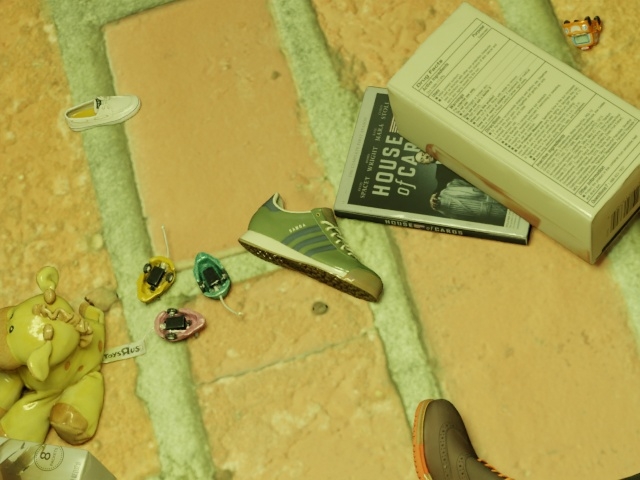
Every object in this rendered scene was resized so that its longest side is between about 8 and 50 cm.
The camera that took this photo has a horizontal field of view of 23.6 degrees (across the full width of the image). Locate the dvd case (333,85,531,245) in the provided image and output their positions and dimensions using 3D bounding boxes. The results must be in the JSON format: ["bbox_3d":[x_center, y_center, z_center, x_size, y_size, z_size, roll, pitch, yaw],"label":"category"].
[{"bbox_3d":[0.151,-0.093,1.864,0.239,0.029,0.179,9,66,14],"label":"dvd case"}]

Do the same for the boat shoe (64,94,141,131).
[{"bbox_3d":[-0.283,-0.170,1.981,0.100,0.035,0.035,-14,62,4],"label":"boat shoe"}]

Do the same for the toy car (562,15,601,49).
[{"bbox_3d":[0.364,-0.262,1.896,0.122,0.060,0.040,-7,94,15],"label":"toy car"}]

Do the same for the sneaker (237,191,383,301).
[{"bbox_3d":[0.000,0.000,1.825,0.192,0.064,0.086,21,74,23],"label":"sneaker"}]

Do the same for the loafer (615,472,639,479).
[{"bbox_3d":[0.364,0.307,1.567,0.366,0.130,0.134,-32,34,12],"label":"loafer"}]

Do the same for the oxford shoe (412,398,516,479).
[{"bbox_3d":[0.173,0.269,1.616,0.098,0.097,0.271,-37,48,22],"label":"oxford shoe"}]

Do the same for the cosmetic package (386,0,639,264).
[{"bbox_3d":[0.240,-0.125,1.776,0.296,0.129,0.153,38,76,23],"label":"cosmetic package"}]

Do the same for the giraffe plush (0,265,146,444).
[{"bbox_3d":[-0.320,0.130,1.762,0.210,0.170,0.181,-31,62,-5],"label":"giraffe plush"}]

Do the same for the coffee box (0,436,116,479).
[{"bbox_3d":[-0.401,0.308,1.717,0.297,0.119,0.168,6,66,13],"label":"coffee box"}]

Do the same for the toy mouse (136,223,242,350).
[{"bbox_3d":[-0.154,0.072,1.838,0.143,0.031,0.161,15,68,18],"label":"toy mouse"}]
